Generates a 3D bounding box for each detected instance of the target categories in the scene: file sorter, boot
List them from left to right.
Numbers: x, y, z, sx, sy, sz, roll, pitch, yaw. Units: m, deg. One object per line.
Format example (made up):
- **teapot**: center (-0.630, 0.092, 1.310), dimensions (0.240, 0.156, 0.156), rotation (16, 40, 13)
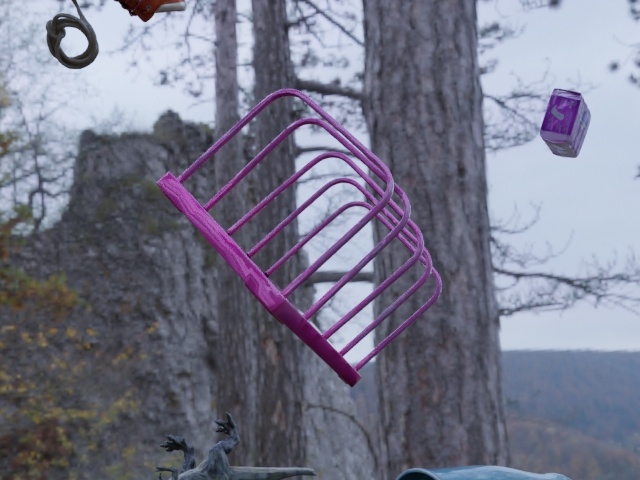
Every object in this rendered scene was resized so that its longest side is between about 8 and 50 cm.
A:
- **boot**: center (-0.200, -0.265, 0.840), dimensions (0.158, 0.085, 0.059), rotation (-18, 23, -41)
- **file sorter**: center (0.000, 0.000, 0.921), dimensions (0.182, 0.202, 0.291), rotation (-42, -29, -4)

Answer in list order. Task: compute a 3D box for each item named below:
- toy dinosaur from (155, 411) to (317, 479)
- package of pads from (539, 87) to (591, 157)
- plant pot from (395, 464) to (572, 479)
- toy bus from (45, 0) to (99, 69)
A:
- **toy dinosaur**: center (-0.150, 0.305, 1.120), dimensions (0.268, 0.118, 0.064), rotation (-6, -47, -25)
- **package of pads**: center (0.234, -0.110, 0.783), dimensions (0.032, 0.050, 0.083), rotation (16, 2, 24)
- **plant pot**: center (0.269, 0.460, 1.227), dimensions (0.255, 0.272, 0.271), rotation (-2, -11, -26)
- **toy bus**: center (-0.194, -0.270, 0.615), dimensions (0.191, 0.104, 0.202), rotation (37, -57, -16)
